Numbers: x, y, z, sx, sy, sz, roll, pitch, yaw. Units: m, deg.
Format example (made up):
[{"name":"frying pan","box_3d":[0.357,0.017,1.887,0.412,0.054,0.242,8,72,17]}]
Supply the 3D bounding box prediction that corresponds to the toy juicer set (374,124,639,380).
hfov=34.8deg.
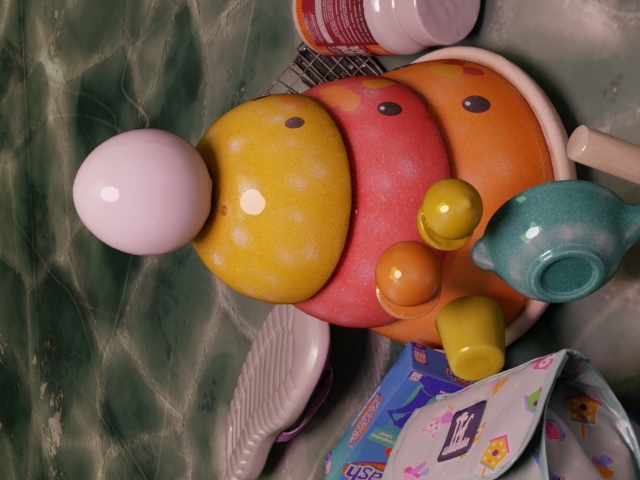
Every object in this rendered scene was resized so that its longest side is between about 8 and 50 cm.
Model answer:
[{"name":"toy juicer set","box_3d":[0.189,-0.016,0.900,0.329,0.209,0.089,-37,34,28]}]

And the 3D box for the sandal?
[{"name":"sandal","box_3d":[-0.042,0.202,1.390,0.416,0.102,0.169,122,149,-52]}]

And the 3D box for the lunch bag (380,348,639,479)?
[{"name":"lunch bag","box_3d":[0.170,0.245,0.910,0.223,0.160,0.262,-36,54,47]}]

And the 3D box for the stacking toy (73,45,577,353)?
[{"name":"stacking toy","box_3d":[-0.012,-0.038,1.023,0.351,0.480,0.350,1,91,52]}]

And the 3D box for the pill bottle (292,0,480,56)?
[{"name":"pill bottle","box_3d":[0.074,-0.279,1.204,0.221,0.121,0.121,13,100,52]}]

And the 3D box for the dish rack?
[{"name":"dish rack","box_3d":[-0.021,-0.137,1.349,0.271,0.074,0.208,-49,51,12]}]

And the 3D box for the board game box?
[{"name":"board game box","box_3d":[0.119,0.217,1.117,0.047,0.160,0.210,-89,23,-52]}]

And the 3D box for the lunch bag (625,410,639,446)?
[{"name":"lunch bag","box_3d":[0.258,0.286,0.991,0.219,0.090,0.176,-53,50,38]}]
